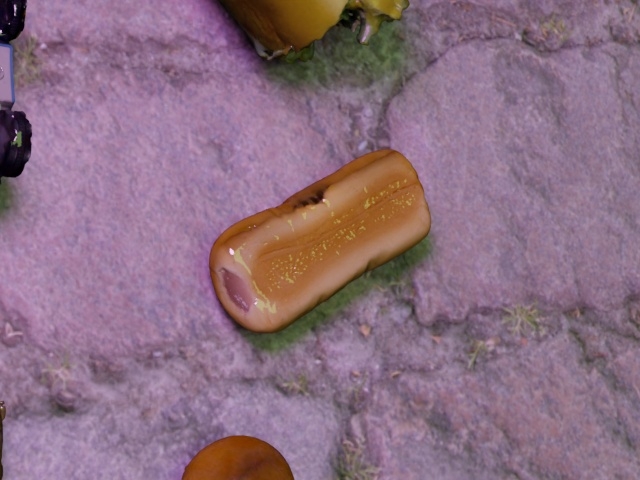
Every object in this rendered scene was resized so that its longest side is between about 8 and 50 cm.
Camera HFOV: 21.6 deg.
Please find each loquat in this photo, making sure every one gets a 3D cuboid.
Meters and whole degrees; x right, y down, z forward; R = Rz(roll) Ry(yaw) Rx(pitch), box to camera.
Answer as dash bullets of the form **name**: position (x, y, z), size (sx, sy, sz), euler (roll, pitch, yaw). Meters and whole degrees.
- **loquat**: position (-0.098, 0.296, 1.953), size (0.141, 0.141, 0.141), euler (6, 77, -26)

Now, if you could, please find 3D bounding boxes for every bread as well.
- **bread**: position (-0.071, -0.392, 2.052), size (0.208, 0.251, 0.376), euler (-35, 103, 13)
- **bread**: position (0.000, 0.000, 2.087), size (0.305, 0.091, 0.142), euler (-29, 101, -29)

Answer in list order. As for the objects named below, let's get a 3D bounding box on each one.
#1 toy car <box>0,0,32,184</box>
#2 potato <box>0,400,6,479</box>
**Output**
- **toy car**: position (-0.437, -0.181, 1.857), size (0.198, 0.166, 0.314), euler (5, 69, -33)
- **potato**: position (-0.419, 0.195, 1.824), size (0.149, 0.113, 0.251), euler (-11, 94, -36)
